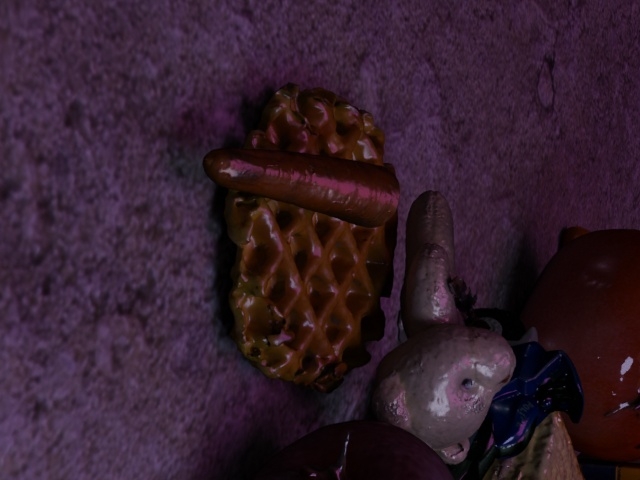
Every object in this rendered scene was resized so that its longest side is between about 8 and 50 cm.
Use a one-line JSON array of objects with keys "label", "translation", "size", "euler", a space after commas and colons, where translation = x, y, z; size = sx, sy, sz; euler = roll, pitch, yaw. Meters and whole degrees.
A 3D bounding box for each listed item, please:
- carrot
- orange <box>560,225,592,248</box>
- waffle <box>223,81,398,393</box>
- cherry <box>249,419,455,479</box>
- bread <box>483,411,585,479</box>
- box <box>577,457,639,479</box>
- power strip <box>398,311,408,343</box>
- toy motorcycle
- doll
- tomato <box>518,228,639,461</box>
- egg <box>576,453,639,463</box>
[{"label": "carrot", "translation": [-0.023, -0.053, 1.196], "size": [0.209, 0.061, 0.061], "euler": [10, 82, -43]}, {"label": "orange", "translation": [0.426, 0.019, 2.209], "size": [0.086, 0.062, 0.086], "euler": [-6, 97, -61]}, {"label": "waffle", "translation": [0.000, 0.000, 1.336], "size": [0.325, 0.068, 0.302], "euler": [9, 82, -60]}, {"label": "cherry", "translation": [0.020, 0.305, 1.233], "size": [0.261, 0.221, 0.307], "euler": [-45, 148, -52]}, {"label": "bread", "translation": [0.255, 0.379, 1.762], "size": [0.375, 0.165, 0.237], "euler": [60, 42, -48]}, {"label": "box", "translation": [0.416, 0.403, 2.009], "size": [0.070, 0.237, 0.152], "euler": [6, 86, -69]}, {"label": "power strip", "translation": [0.155, 0.133, 1.702], "size": [0.252, 0.027, 0.060], "euler": [38, 58, -58]}, {"label": "toy motorcycle", "translation": [0.178, 0.204, 1.536], "size": [0.331, 0.196, 0.125], "euler": [-50, 147, -38]}, {"label": "doll", "translation": [0.131, 0.081, 1.411], "size": [0.175, 0.149, 0.278], "euler": [36, 43, -43]}, {"label": "tomato", "translation": [0.408, 0.156, 1.959], "size": [0.341, 0.272, 0.341], "euler": [-29, 126, -48]}, {"label": "egg", "translation": [0.473, 0.460, 2.150], "size": [0.218, 0.218, 0.295], "euler": [31, 71, -61]}]
